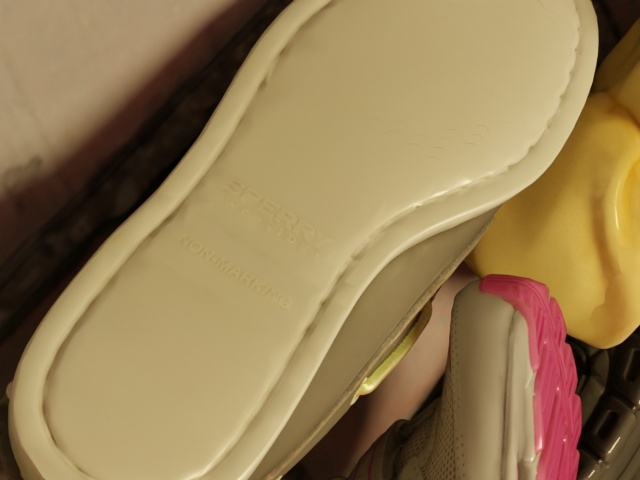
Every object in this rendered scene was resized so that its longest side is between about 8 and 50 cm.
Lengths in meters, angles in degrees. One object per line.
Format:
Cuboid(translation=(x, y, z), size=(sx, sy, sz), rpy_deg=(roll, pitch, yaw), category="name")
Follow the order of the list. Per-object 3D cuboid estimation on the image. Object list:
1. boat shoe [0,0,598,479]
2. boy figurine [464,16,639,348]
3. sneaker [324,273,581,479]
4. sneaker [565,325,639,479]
Cuboid(translation=(-0.004, -0.003, 0.627), size=(0.305, 0.109, 0.091), rpy_deg=(-48, 171, -33), category="boat shoe")
Cuboid(translation=(0.177, -0.074, 0.703), size=(0.285, 0.177, 0.092), rpy_deg=(-45, 99, -8), category="boy figurine")
Cuboid(translation=(0.029, 0.127, 0.667), size=(0.103, 0.111, 0.252), rpy_deg=(-43, 147, -69), category="sneaker")
Cuboid(translation=(0.168, 0.034, 0.791), size=(0.286, 0.109, 0.130), rpy_deg=(-46, 136, -9), category="sneaker")
